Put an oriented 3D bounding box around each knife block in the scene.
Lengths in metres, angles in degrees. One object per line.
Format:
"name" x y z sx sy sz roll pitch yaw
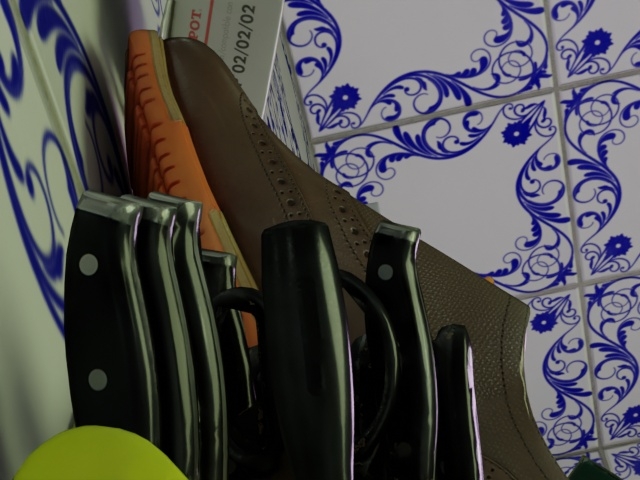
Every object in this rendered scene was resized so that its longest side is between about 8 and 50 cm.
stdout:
"knife block" -0.013 0.128 0.394 0.276 0.088 0.242 -74 147 -43

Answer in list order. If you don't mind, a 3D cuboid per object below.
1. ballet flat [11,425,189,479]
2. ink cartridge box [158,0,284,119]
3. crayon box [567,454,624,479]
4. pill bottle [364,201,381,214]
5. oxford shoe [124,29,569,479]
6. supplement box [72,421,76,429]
"ballet flat" -0.042 0.157 0.330 0.077 0.077 0.231 3 76 -70
"ink cartridge box" -0.052 -0.126 0.832 0.181 0.061 0.104 -84 -175 -47
"crayon box" 0.147 0.343 1.150 0.081 0.318 0.202 32 -19 25
"pill bottle" 0.000 0.000 1.338 0.065 0.116 0.065 -13 90 -87
"oxford shoe" 0.011 0.041 0.662 0.130 0.132 0.364 99 -33 -57
"supplement box" -0.050 0.090 0.536 0.083 0.056 0.083 -94 172 -71
